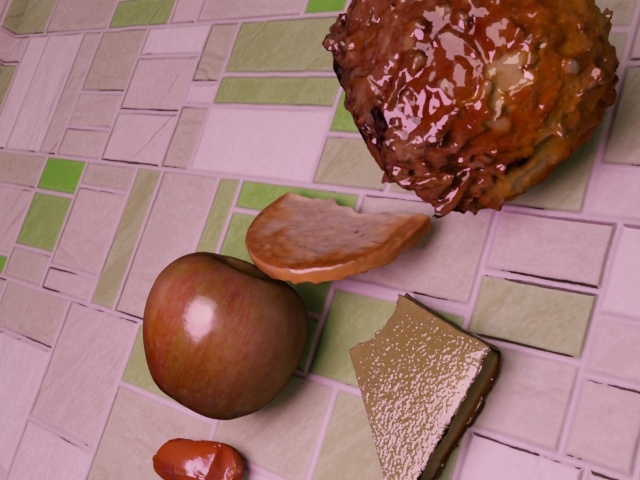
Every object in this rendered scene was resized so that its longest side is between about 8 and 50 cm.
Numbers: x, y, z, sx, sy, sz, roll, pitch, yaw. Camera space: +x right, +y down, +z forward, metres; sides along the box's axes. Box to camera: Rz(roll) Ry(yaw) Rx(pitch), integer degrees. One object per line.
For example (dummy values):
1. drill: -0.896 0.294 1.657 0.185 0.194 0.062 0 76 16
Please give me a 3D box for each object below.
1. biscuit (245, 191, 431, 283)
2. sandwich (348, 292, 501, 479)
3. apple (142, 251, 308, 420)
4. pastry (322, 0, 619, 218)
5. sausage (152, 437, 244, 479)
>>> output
1. biscuit: 0.000 0.000 1.237 0.308 0.040 0.204 12 39 42
2. sandwich: 0.115 0.212 1.120 0.212 0.063 0.245 31 92 46
3. apple: -0.153 0.145 1.230 0.256 0.256 0.234 32 97 42
4. pastry: 0.187 -0.215 1.098 0.405 0.292 0.338 37 105 30
5. sausage: -0.191 0.362 1.287 0.179 0.089 0.089 1 72 35
